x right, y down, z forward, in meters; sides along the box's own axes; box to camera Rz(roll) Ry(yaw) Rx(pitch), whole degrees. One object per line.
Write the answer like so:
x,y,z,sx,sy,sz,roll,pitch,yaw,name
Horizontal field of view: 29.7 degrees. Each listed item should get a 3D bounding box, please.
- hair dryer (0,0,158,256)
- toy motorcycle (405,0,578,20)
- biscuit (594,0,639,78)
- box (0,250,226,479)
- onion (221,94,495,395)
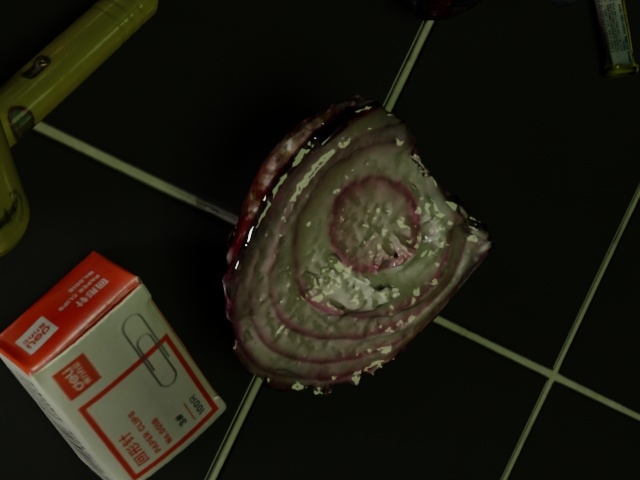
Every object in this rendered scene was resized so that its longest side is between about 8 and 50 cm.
-0.228,-0.113,0.985,0.279,0.090,0.135,-50,153,-29,hair dryer
0.264,-0.366,1.211,0.416,0.172,0.232,-27,163,-9,toy motorcycle
0.335,-0.317,1.426,0.026,0.048,0.292,-74,151,-50,biscuit
-0.189,0.124,1.102,0.133,0.099,0.182,-41,129,-20,box
0.000,0.000,1.205,0.280,0.146,0.314,-43,138,-3,onion
